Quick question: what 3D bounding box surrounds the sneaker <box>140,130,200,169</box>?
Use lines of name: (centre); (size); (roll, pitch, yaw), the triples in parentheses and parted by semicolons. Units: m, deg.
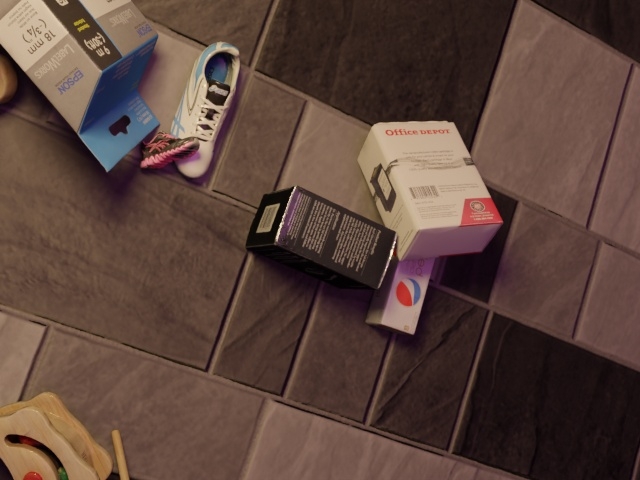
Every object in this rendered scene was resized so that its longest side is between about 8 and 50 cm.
sneaker: (-0.249, -0.155, 1.401); (0.047, 0.119, 0.057); (13, 65, -59)

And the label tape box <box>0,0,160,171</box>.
label tape box: (-0.349, -0.298, 1.282); (0.106, 0.241, 0.334); (-32, 106, 23)

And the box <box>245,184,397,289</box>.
box: (0.000, 0.000, 1.473); (0.207, 0.153, 0.108); (24, 78, -22)

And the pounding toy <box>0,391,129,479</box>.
pounding toy: (-0.400, 0.355, 1.333); (0.154, 0.155, 0.269); (-39, 94, 9)

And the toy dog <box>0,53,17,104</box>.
toy dog: (-0.566, -0.322, 1.243); (0.160, 0.220, 0.334); (-7, 84, 12)

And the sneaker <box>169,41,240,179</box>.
sneaker: (-0.192, -0.220, 1.435); (0.085, 0.086, 0.237); (16, 83, -24)

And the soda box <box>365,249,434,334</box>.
soda box: (0.155, 0.060, 1.582); (0.073, 0.069, 0.216); (20, 81, -21)

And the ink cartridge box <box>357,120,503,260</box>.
ink cartridge box: (0.189, -0.092, 1.528); (0.171, 0.100, 0.237); (-5, 56, -23)
